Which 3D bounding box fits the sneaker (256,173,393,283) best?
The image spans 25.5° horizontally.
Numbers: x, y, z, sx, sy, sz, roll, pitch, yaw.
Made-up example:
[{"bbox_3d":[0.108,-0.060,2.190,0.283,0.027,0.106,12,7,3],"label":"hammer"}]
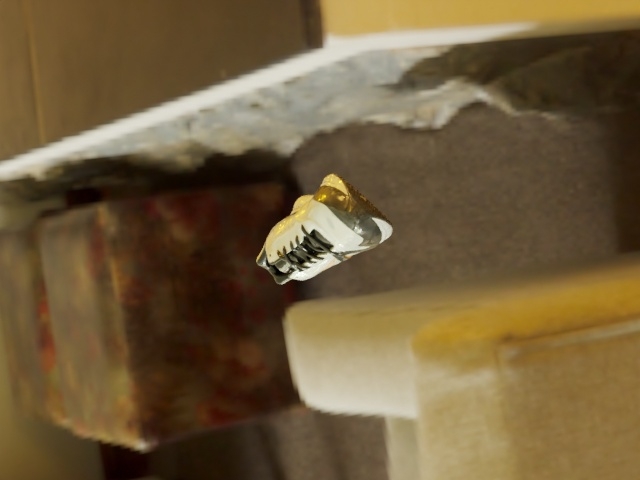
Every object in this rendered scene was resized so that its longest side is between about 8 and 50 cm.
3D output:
[{"bbox_3d":[0.000,0.000,0.659,0.040,0.044,0.109,45,164,-3],"label":"sneaker"}]
